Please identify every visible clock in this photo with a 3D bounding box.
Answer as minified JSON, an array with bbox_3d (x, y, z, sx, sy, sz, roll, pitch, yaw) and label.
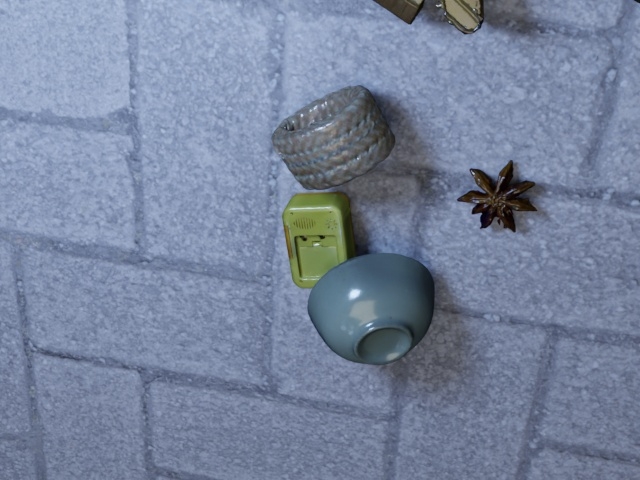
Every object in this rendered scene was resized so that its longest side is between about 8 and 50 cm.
[{"bbox_3d":[0.000,0.000,1.993,0.143,0.096,0.202,0,117,16],"label":"clock"}]

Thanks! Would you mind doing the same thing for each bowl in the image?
[{"bbox_3d":[0.122,0.176,1.966,0.289,0.146,0.289,-6,135,-6],"label":"bowl"}]

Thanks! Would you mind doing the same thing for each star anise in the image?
[{"bbox_3d":[0.367,-0.089,1.877,0.167,0.057,0.168,6,120,10],"label":"star anise"}]

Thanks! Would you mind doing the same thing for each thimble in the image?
[{"bbox_3d":[0.026,-0.200,1.818,0.229,0.196,0.148,-23,111,22],"label":"thimble"}]

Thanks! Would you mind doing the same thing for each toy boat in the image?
[{"bbox_3d":[0.117,-0.528,1.668,0.445,0.136,0.162,37,116,-2],"label":"toy boat"}]

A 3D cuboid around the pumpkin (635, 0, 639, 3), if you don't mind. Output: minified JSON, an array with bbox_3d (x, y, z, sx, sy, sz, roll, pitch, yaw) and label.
[{"bbox_3d":[0.595,-0.501,1.523,0.237,0.159,0.238,-7,113,-16],"label":"pumpkin"}]
